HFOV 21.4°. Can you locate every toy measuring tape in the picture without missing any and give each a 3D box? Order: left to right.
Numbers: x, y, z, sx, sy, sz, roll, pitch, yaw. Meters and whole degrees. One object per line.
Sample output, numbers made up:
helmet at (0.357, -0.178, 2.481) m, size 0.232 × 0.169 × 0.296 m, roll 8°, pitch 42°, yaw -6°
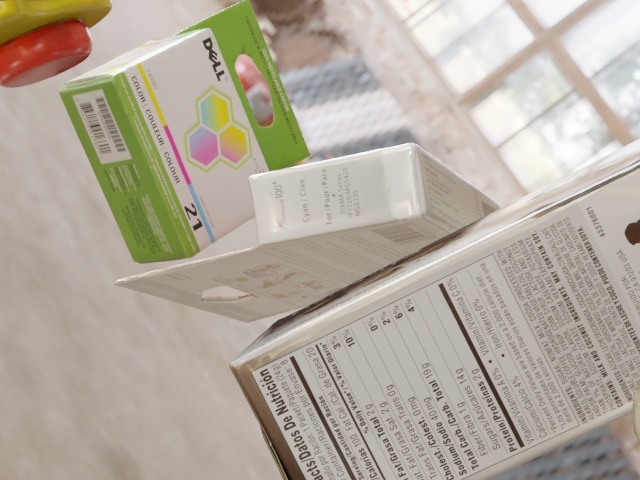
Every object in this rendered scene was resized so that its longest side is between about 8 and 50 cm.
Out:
toy measuring tape at (-0.164, -0.172, 1.030) m, size 0.121 × 0.121 × 0.330 m, roll 52°, pitch -29°, yaw -7°

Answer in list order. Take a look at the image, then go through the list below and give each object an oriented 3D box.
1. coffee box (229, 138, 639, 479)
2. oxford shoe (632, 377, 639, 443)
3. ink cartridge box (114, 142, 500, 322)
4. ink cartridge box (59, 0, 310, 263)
coffee box at (0.116, 0.043, 0.934) m, size 0.118 × 0.297 × 0.168 m, roll 63°, pitch 10°, yaw -2°
oxford shoe at (0.267, 0.039, 0.691) m, size 0.397 × 0.146 × 0.140 m, roll 12°, pitch 28°, yaw -38°
ink cartridge box at (0.000, 0.000, 1.431) m, size 0.296 × 0.261 × 0.066 m, roll 25°, pitch 55°, yaw -70°
ink cartridge box at (-0.101, -0.118, 1.650) m, size 0.097 × 0.255 × 0.188 m, roll -5°, pitch -68°, yaw 50°
